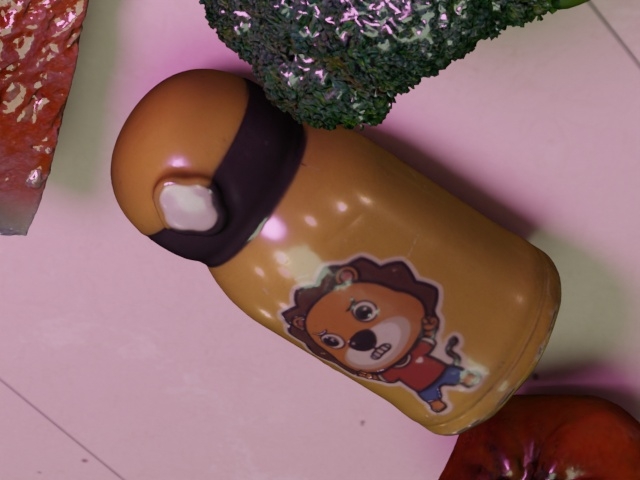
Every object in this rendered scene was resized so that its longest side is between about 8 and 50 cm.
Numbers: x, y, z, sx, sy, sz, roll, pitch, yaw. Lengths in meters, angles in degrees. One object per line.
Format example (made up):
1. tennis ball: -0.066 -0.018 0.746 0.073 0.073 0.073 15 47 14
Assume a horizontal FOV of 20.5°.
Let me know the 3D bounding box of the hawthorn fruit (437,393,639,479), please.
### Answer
1. hawthorn fruit: 0.207 0.254 1.558 0.224 0.224 0.261 -10 152 16

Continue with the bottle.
1. bottle: 0.000 0.000 1.357 0.351 0.172 0.171 31 129 -20

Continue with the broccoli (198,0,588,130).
1. broccoli: 0.056 -0.205 1.129 0.297 0.298 0.297 -35 147 32

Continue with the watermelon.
1. watermelon: -0.252 -0.151 1.299 0.192 0.140 0.257 22 125 -24
